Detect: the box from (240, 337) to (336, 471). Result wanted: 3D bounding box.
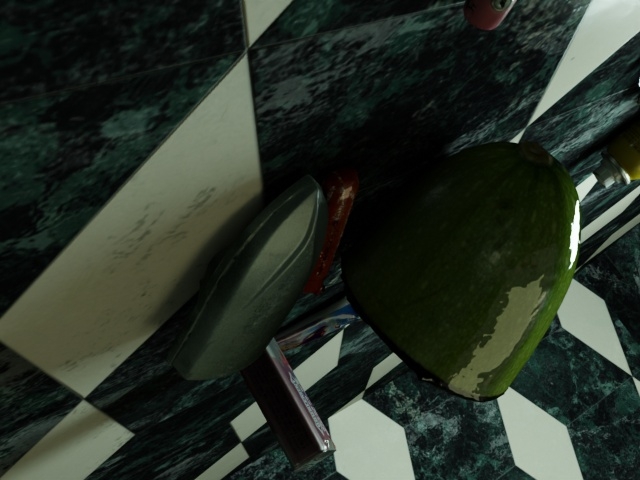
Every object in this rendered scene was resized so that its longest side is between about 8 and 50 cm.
[{"bbox_3d":[-0.061,0.245,1.350,0.069,0.224,0.120,-31,165,2],"label":"box"}]

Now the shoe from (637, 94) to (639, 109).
[{"bbox_3d":[0.659,-0.279,1.478,0.227,0.112,0.099,-39,165,10],"label":"shoe"}]

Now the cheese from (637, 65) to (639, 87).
[{"bbox_3d":[0.617,-0.309,1.369,0.244,0.062,0.155,-22,144,-2],"label":"cheese"}]

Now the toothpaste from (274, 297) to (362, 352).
[{"bbox_3d":[0.003,0.144,1.513,0.266,0.061,0.096,-26,164,-9],"label":"toothpaste"}]

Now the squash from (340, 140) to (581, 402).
[{"bbox_3d":[0.233,0.007,1.185,0.309,0.310,0.310,-52,158,24],"label":"squash"}]

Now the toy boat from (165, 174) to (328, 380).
[{"bbox_3d":[-0.075,0.043,0.994,0.141,0.092,0.319,-17,149,-45],"label":"toy boat"}]

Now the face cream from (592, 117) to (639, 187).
[{"bbox_3d":[0.696,-0.226,1.719,0.348,0.105,0.105,-38,164,10],"label":"face cream"}]

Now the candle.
[{"bbox_3d":[0.000,0.000,1.088,0.051,0.048,0.329,-45,168,-24],"label":"candle"}]

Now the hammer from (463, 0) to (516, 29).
[{"bbox_3d":[0.159,-0.223,0.765,0.043,0.043,0.083,-23,162,-35],"label":"hammer"}]
